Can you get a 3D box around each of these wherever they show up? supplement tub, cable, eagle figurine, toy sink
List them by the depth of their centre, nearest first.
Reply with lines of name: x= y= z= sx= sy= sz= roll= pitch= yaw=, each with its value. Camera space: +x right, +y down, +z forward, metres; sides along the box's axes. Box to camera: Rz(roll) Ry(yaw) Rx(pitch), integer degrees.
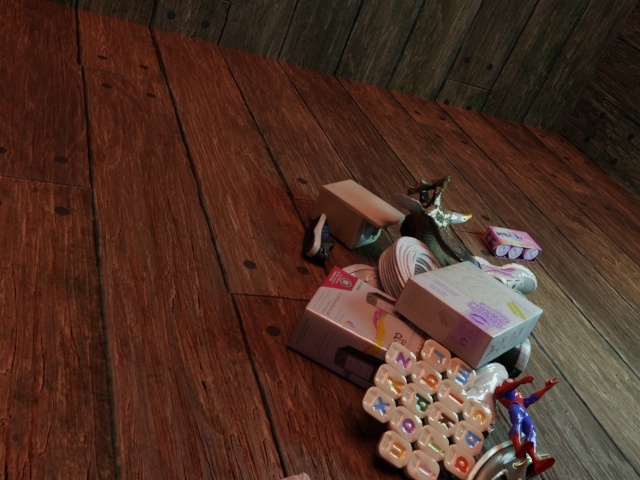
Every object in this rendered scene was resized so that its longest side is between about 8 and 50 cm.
supplement tub: x=0.432 y=0.271 z=1.757 sx=0.190 sy=0.117 sz=0.117 roll=24 pitch=29 yaw=-2
cable: x=0.260 y=0.114 z=1.815 sx=0.257 sy=0.089 sz=0.257 roll=-18 pitch=77 yaw=-56
eagle figurine: x=0.336 y=-0.029 z=1.941 sx=0.225 sy=0.298 sz=0.226 roll=-6 pitch=-1 yaw=19
toy sink: x=0.113 y=-0.065 z=2.060 sx=0.234 sy=0.131 sz=0.152 roll=36 pitch=31 yaw=26

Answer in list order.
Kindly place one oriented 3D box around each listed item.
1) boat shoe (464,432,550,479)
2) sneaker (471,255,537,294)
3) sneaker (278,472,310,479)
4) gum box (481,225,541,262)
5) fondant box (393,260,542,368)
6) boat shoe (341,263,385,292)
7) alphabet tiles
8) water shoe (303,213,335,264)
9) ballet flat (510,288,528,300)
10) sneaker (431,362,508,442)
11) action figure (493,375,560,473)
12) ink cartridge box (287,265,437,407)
boat shoe: x=0.380 y=0.478 z=1.391 sx=0.091 sy=0.109 sz=0.305 roll=36 pitch=28 yaw=30
sneaker: x=0.557 y=0.134 z=2.102 sx=0.252 sy=0.103 sz=0.111 roll=10 pitch=36 yaw=-12
sneaker: x=-0.031 y=0.432 z=1.055 sx=0.061 sy=0.054 sz=0.152 roll=-1 pitch=31 yaw=-22
gum box: x=0.670 y=0.013 z=2.402 sx=0.188 sy=0.062 sz=0.107 roll=8 pitch=33 yaw=-26
fondant box: x=0.364 y=0.167 z=1.643 sx=0.238 sy=0.096 sz=0.330 roll=36 pitch=26 yaw=28
boat shoe: x=0.132 y=0.128 z=1.803 sx=0.267 sy=0.096 sz=0.088 roll=7 pitch=31 yaw=-46
alphabet tiles: x=0.222 y=0.353 z=1.411 sx=0.278 sy=0.021 sz=0.284 roll=36 pitch=58 yaw=-7
water shoe: x=0.000 y=0.000 z=1.955 sx=0.080 sy=0.073 sz=0.203 roll=40 pitch=30 yaw=-16
ballet flat: x=0.528 y=0.171 z=2.006 sx=0.248 sy=0.086 sz=0.086 roll=27 pitch=22 yaw=-37
sneaker: x=0.353 y=0.378 z=1.569 sx=0.305 sy=0.114 sz=0.152 roll=-12 pitch=64 yaw=-47
action figure: x=0.451 y=0.352 z=1.447 sx=0.091 sy=0.139 sz=0.280 roll=41 pitch=14 yaw=-11
ink cartridge box: x=0.110 y=0.220 z=1.595 sx=0.306 sy=0.131 sz=0.226 roll=26 pitch=30 yaw=7
